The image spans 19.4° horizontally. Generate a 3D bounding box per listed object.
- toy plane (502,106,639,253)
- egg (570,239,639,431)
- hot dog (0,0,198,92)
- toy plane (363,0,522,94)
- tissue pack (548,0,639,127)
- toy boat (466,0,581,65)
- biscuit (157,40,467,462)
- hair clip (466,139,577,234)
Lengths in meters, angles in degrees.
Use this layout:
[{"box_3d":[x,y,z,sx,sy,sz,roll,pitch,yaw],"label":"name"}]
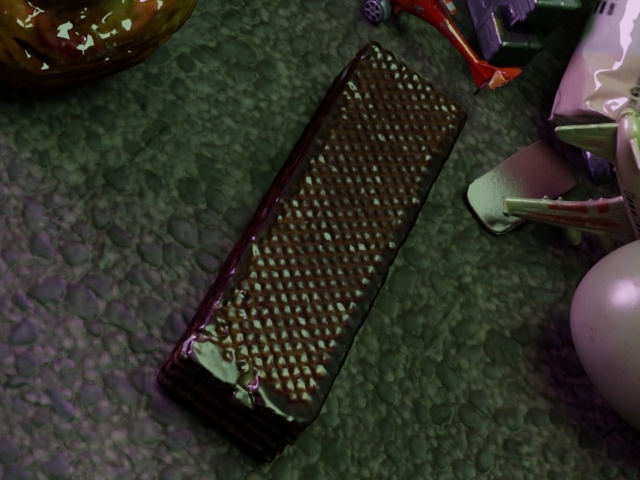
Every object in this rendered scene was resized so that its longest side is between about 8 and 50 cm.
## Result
[{"box_3d":[0.280,-0.037,1.588,0.256,0.242,0.104,55,21,-60],"label":"toy plane"},{"box_3d":[0.322,0.085,1.531,0.253,0.188,0.189,19,51,-14],"label":"egg"},{"box_3d":[-0.232,-0.302,1.389,0.267,0.174,0.388,-18,72,-26],"label":"hot dog"},{"box_3d":[0.098,-0.210,1.635,0.194,0.077,0.126,36,53,-5],"label":"toy plane"},{"box_3d":[0.411,-0.216,1.710,0.390,0.195,0.376,18,92,-24],"label":"tissue pack"},{"box_3d":[0.155,-0.316,1.706,0.092,0.141,0.320,1,61,-28],"label":"toy boat"},{"box_3d":[0.000,0.000,1.434,0.107,0.073,0.388,37,46,-9],"label":"biscuit"},{"box_3d":[0.179,-0.049,1.631,0.137,0.022,0.054,-30,81,-44],"label":"hair clip"}]
